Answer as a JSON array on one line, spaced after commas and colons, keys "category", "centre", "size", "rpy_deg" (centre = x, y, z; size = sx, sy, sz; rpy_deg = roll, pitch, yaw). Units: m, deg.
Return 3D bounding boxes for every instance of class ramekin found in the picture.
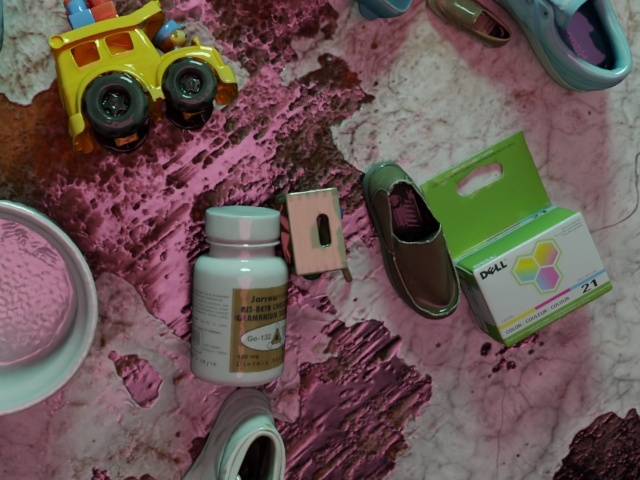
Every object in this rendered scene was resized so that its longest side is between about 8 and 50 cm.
[{"category": "ramekin", "centre": [-0.428, 0.076, 1.162], "size": [0.277, 0.135, 0.277], "rpy_deg": [-2, 100, -13]}]

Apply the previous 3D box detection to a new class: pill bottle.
[{"category": "pill bottle", "centre": [-0.109, 0.073, 1.231], "size": [0.131, 0.131, 0.229], "rpy_deg": [1, 100, -12]}]

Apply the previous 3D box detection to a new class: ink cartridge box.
[{"category": "ink cartridge box", "centre": [0.284, -0.004, 1.321], "size": [0.188, 0.097, 0.255], "rpy_deg": [-28, 105, -6]}]

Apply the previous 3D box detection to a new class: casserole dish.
[{"category": "casserole dish", "centre": [0.109, -0.385, 1.215], "size": [0.114, 0.037, 0.188], "rpy_deg": [17, 99, -53]}]

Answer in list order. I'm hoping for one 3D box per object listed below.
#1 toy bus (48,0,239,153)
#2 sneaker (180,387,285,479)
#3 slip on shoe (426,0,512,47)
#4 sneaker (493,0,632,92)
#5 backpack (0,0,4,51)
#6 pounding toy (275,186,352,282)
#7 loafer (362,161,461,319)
[{"category": "toy bus", "centre": [-0.238, -0.235, 1.157], "size": [0.220, 0.149, 0.212], "rpy_deg": [-19, 87, -10]}, {"category": "sneaker", "centre": [-0.136, 0.367, 1.259], "size": [0.108, 0.169, 0.293], "rpy_deg": [18, 97, -16]}, {"category": "slip on shoe", "centre": [0.213, -0.319, 1.279], "size": [0.135, 0.041, 0.051], "rpy_deg": [34, 91, -16]}, {"category": "sneaker", "centre": [0.313, -0.359, 1.237], "size": [0.366, 0.150, 0.135], "rpy_deg": [44, 88, -15]}, {"category": "backpack", "centre": [-0.478, -0.310, 1.029], "size": [0.273, 0.290, 0.356], "rpy_deg": [-26, 97, -15]}, {"category": "pounding toy", "centre": [0.000, 0.000, 1.253], "size": [0.100, 0.130, 0.141], "rpy_deg": [-9, 93, -10]}, {"category": "loafer", "centre": [0.134, 0.009, 1.295], "size": [0.094, 0.087, 0.251], "rpy_deg": [-29, 104, -6]}]
